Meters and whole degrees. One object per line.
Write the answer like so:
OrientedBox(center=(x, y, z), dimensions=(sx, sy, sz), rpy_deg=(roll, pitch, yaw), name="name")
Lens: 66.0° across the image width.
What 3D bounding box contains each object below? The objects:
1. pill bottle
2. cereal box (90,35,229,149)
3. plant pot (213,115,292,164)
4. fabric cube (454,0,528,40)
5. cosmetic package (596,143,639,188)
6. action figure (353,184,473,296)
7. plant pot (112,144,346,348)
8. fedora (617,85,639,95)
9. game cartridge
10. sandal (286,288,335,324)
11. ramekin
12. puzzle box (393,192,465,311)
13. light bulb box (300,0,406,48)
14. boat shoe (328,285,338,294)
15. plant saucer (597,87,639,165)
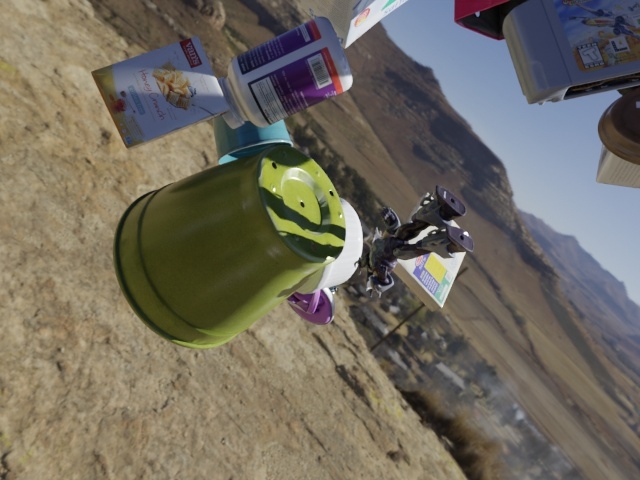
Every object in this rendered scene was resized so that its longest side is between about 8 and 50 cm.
OrientedBox(center=(-0.096, -0.396, 1.205), dimensions=(0.181, 0.322, 0.182), rpy_deg=(-22, 90, -83), name="pill bottle")
OrientedBox(center=(-0.344, -0.321, 1.076), dimensions=(0.173, 0.240, 0.047), rpy_deg=(66, -12, -9), name="cereal box")
OrientedBox(center=(-0.258, -0.425, 1.741), dimensions=(0.271, 0.271, 0.256), rpy_deg=(-9, 85, -69), name="plant pot")
OrientedBox(center=(0.548, -0.749, 1.382), dimensions=(0.253, 0.259, 0.259), rpy_deg=(-3, 4, -40), name="fabric cube")
OrientedBox(center=(1.094, -0.254, 1.449), dimensions=(0.452, 0.162, 0.230), rpy_deg=(12, -17, 19), name="cosmetic package")
OrientedBox(center=(0.158, 0.005, 0.970), dimensions=(0.099, 0.285, 0.186), rpy_deg=(20, 58, -30), name="action figure")
OrientedBox(center=(-0.150, -0.006, 0.984), dimensions=(0.366, 0.352, 0.367), rpy_deg=(32, 46, -40), name="plant pot")
OrientedBox(center=(0.907, -0.498, 1.305), dimensions=(0.334, 0.334, 0.152), rpy_deg=(41, 13, -5), name="fedora")
OrientedBox(center=(0.471, -0.344, 0.819), dimensions=(0.062, 0.296, 0.198), rpy_deg=(57, 23, -73), name="game cartridge")
OrientedBox(center=(-0.071, 0.153, 1.599), dimensions=(0.102, 0.169, 0.417), rpy_deg=(-69, 148, -46), name="sandal")
OrientedBox(center=(0.000, 0.000, 1.298), dimensions=(0.127, 0.273, 0.273), rpy_deg=(-1, 41, -31), name="ramekin")
OrientedBox(center=(0.410, 0.032, 1.854), dimensions=(0.272, 0.052, 0.409), rpy_deg=(46, 48, -9), name="puzzle box")
OrientedBox(center=(0.143, -0.845, 1.470), dimensions=(0.225, 0.358, 0.361), rpy_deg=(47, -13, 8), name="light bulb box")
OrientedBox(center=(0.026, 0.167, 1.798), dimensions=(0.079, 0.228, 0.081), rpy_deg=(-15, 47, -42), name="boat shoe")
OrientedBox(center=(0.788, -0.272, 1.119), dimensions=(0.278, 0.277, 0.041), rpy_deg=(60, -2, 44), name="plant saucer")
